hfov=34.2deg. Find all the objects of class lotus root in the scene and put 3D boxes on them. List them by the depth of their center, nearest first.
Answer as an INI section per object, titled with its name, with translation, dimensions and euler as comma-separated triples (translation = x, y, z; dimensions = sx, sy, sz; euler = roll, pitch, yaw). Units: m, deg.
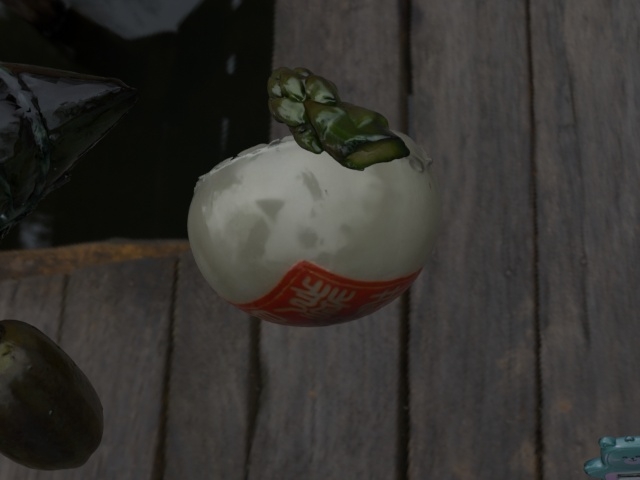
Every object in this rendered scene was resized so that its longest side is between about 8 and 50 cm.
[lotus root]
translation = -0.323, 0.178, 1.165
dimensions = 0.124, 0.241, 0.123
euler = -30, 53, -4

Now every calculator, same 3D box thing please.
[calculator]
translation = 0.285, 0.208, 0.925
dimensions = 0.094, 0.141, 0.019
euler = -9, 49, 21

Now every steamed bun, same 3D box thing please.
[steamed bun]
translation = 0.000, 0.000, 1.488
dimensions = 0.374, 0.374, 0.241
euler = -17, 78, 24

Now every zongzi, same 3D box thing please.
[zongzi]
translation = -0.378, 0.017, 0.892
dimensions = 0.319, 0.383, 0.362
euler = -3, 105, 39

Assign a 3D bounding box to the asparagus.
[asparagus]
translation = 0.000, -0.129, 1.088
dimensions = 0.080, 0.080, 0.287
euler = -49, 35, 6
